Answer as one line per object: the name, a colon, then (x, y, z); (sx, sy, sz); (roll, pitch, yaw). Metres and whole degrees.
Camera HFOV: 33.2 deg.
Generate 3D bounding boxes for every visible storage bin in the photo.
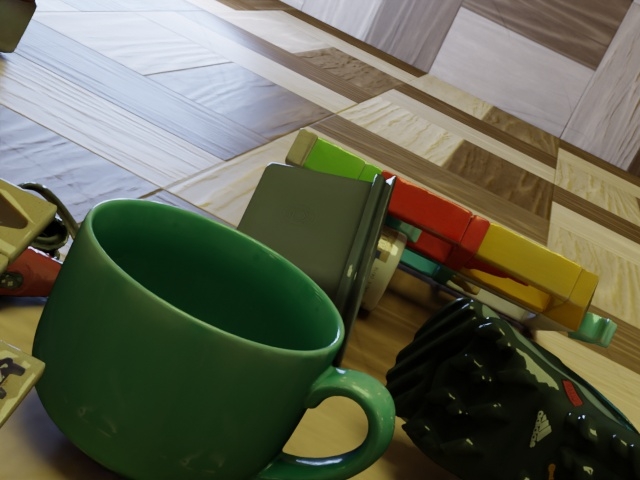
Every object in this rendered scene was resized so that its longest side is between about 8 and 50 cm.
storage bin: (-0.011, 0.012, 0.724); (0.091, 0.098, 0.135); (17, 41, 5)

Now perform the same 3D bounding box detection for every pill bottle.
pill bottle: (0.000, 0.000, 0.820); (0.120, 0.067, 0.067); (26, 16, 1)

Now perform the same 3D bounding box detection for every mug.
mug: (-0.060, 0.061, 0.492); (0.129, 0.097, 0.158); (11, 24, -44)

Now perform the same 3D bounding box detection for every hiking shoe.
hiking shoe: (0.151, 0.142, 0.537); (0.132, 0.113, 0.304); (28, 19, -34)

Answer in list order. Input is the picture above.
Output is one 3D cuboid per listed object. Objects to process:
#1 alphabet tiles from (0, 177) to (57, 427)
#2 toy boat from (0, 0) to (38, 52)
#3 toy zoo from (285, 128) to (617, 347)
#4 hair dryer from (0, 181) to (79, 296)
alphabet tiles: (-0.205, 0.027, 0.383); (0.198, 0.009, 0.237); (26, 40, 3)
toy boat: (-0.343, -0.227, 0.907); (0.267, 0.148, 0.318); (46, 27, 18)
toy zoo: (0.108, 0.009, 0.881); (0.293, 0.030, 0.192); (26, -9, 4)
hair dryer: (-0.196, -0.006, 0.534); (0.223, 0.080, 0.293); (20, 18, -19)
